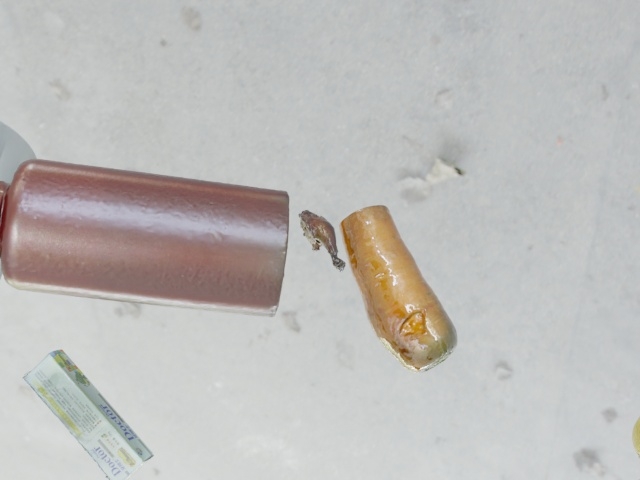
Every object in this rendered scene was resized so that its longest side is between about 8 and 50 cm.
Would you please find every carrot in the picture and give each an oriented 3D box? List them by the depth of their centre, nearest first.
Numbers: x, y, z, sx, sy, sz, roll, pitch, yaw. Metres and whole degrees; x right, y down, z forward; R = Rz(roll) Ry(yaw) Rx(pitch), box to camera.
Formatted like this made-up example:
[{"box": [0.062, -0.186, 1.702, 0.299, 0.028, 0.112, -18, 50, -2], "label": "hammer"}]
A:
[{"box": [0.082, 0.057, 1.045, 0.087, 0.087, 0.193, -45, 69, 44], "label": "carrot"}]

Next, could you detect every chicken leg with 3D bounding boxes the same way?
[{"box": [-0.001, -0.005, 1.244, 0.037, 0.145, 0.062, -14, 110, -15], "label": "chicken leg"}]

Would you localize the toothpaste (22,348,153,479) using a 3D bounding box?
[{"box": [-0.258, 0.195, 1.020, 0.046, 0.034, 0.164, -44, 84, 8], "label": "toothpaste"}]

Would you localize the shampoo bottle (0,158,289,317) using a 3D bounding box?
[{"box": [-0.157, -0.005, 0.699, 0.260, 0.102, 0.064, 8, 175, -10], "label": "shampoo bottle"}]

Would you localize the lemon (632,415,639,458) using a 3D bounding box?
[{"box": [0.460, 0.256, 1.218, 0.082, 0.082, 0.110, 26, 139, 5], "label": "lemon"}]

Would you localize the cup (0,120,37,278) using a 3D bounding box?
[{"box": [-0.618, -0.010, 1.376, 0.323, 0.326, 0.237, -2, 147, 18], "label": "cup"}]

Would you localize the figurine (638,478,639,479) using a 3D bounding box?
[{"box": [0.551, 0.560, 1.698, 0.332, 0.204, 0.185, -13, 98, -4], "label": "figurine"}]
